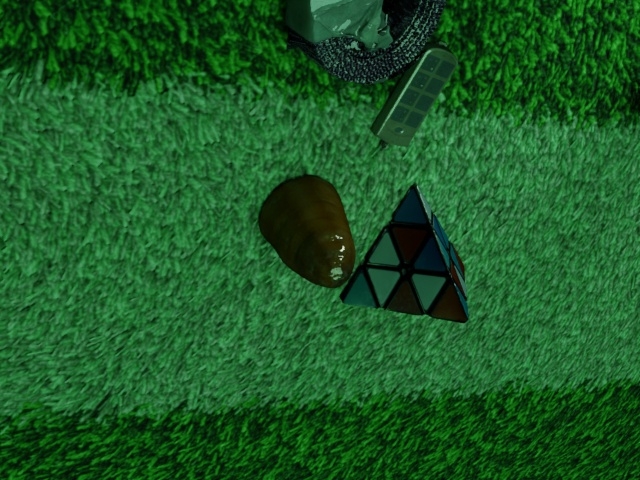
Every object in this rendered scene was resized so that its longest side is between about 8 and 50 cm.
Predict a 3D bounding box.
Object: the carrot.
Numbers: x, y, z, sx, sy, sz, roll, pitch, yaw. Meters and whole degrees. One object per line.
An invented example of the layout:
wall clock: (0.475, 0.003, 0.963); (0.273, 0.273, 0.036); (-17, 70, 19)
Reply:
carrot: (0.000, 0.000, 2.041); (0.159, 0.225, 0.159); (-13, 125, -19)

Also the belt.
belt: (0.080, -0.405, 1.834); (0.260, 0.122, 0.325); (-10, 128, -29)

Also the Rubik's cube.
Rubik's cube: (0.212, -0.005, 2.260); (0.250, 0.284, 0.234); (-26, 116, -45)

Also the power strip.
power strip: (0.164, -0.250, 2.065); (0.080, 0.029, 0.227); (14, 117, -37)
